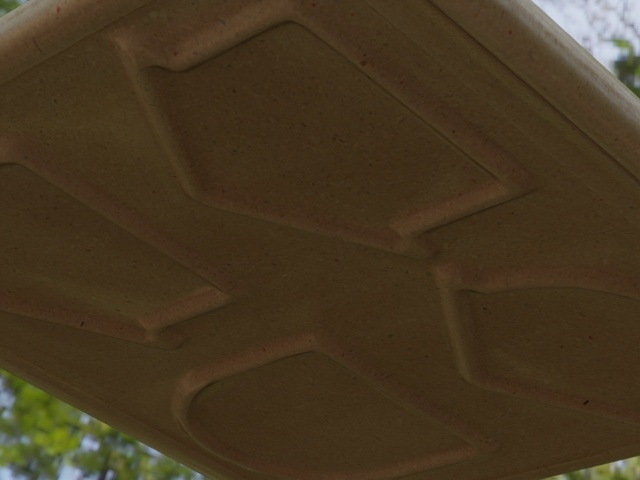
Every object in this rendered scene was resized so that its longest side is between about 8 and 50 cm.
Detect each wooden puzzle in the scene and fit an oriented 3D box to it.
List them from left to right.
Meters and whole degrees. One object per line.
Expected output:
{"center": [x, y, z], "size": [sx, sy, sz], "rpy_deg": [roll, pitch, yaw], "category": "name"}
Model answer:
{"center": [0.000, 0.000, 0.606], "size": [0.348, 0.080, 0.322], "rpy_deg": [-17, -40, 42], "category": "wooden puzzle"}
